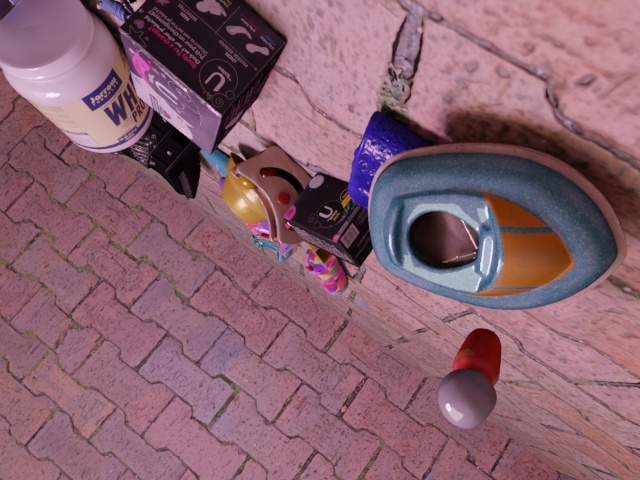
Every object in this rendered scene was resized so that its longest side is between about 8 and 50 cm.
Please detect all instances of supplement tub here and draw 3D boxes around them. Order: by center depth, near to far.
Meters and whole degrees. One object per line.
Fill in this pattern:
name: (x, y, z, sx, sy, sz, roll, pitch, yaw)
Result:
supplement tub: (-0.546, -0.369, 1.060, 0.235, 0.235, 0.325, 34, 168, 11)

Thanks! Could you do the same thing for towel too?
towel: (0.176, -0.033, 0.668, 0.308, 0.076, 0.228, 35, 169, 11)

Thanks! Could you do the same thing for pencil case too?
pencil case: (0.024, 0.106, 1.576, 0.104, 0.104, 0.236, 30, 167, 29)

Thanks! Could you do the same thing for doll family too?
doll family: (-0.315, -0.395, 0.715, 0.111, 0.076, 0.193, 31, 172, 8)

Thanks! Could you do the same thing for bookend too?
bookend: (-0.412, -0.269, 1.252, 0.157, 0.156, 0.072, 37, 168, 3)

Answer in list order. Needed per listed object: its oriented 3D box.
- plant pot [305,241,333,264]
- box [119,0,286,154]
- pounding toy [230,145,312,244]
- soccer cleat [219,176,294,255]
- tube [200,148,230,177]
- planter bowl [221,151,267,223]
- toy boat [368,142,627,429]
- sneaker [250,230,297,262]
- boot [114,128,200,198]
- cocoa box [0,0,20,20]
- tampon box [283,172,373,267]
plant pot: (0.000, 0.000, 1.293, 0.083, 0.081, 0.081, 41, 173, 35)
box: (-0.178, -0.249, 0.693, 0.163, 0.142, 0.247, 39, 167, -13)
pounding toy: (-0.090, -0.080, 1.055, 0.269, 0.154, 0.154, 42, 167, -19)
soccer cleat: (-0.202, -0.082, 1.453, 0.318, 0.116, 0.109, 35, 168, 6)
tube: (-0.311, -0.245, 1.328, 0.207, 0.052, 0.080, 39, 164, 15)
planter bowl: (-0.181, -0.109, 1.172, 0.217, 0.090, 0.217, 49, -172, -10)
toy boat: (0.177, 0.053, 0.524, 0.267, 0.148, 0.319, 7, 118, 28)
sneaker: (-0.207, -0.028, 1.696, 0.275, 0.110, 0.107, 40, 168, -13)
boot: (-0.533, -0.263, 1.482, 0.259, 0.131, 0.348, 8, 154, 4)
cocoa box: (-0.660, -0.540, 0.753, 0.231, 0.228, 0.347, 27, 164, 41)
tampon box: (0.032, -0.042, 0.927, 0.161, 0.120, 0.101, 26, 164, 42)
